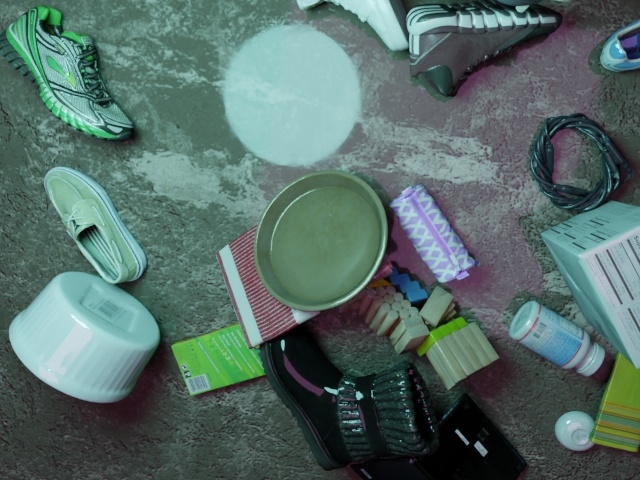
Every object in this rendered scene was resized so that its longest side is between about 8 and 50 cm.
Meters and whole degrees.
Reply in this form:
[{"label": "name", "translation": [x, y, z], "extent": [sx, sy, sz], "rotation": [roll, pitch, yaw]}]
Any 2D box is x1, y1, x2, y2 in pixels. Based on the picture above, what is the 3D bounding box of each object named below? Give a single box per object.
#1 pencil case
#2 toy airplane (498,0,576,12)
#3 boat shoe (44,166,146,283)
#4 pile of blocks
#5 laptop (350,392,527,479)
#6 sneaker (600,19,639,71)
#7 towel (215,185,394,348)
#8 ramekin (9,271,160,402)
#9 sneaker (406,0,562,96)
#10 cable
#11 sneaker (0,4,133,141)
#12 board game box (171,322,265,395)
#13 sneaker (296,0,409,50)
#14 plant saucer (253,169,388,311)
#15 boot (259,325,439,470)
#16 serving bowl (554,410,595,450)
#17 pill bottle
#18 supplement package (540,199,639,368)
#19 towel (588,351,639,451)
[{"label": "pencil case", "translation": [0.217, -0.011, 1.067], "extent": [0.086, 0.088, 0.206], "rotation": [-35, 90, 11]}, {"label": "toy airplane", "translation": [0.208, -0.501, 0.882], "extent": [0.384, 0.272, 0.386], "rotation": [2, 62, 8]}, {"label": "boat shoe", "translation": [-0.494, -0.037, 1.184], "extent": [0.109, 0.094, 0.302], "rotation": [-41, 90, 13]}, {"label": "pile of blocks", "translation": [0.174, 0.157, 1.105], "extent": [0.362, 0.149, 0.113], "rotation": [37, 146, 12]}, {"label": "laptop", "translation": [0.247, 0.468, 1.141], "extent": [0.264, 0.136, 0.234], "rotation": [-45, 107, -11]}, {"label": "sneaker", "translation": [0.611, -0.365, 0.947], "extent": [0.237, 0.086, 0.085], "rotation": [-25, 92, 11]}, {"label": "towel", "translation": [-0.042, 0.042, 1.094], "extent": [0.329, 0.037, 0.237], "rotation": [-31, 63, 13]}, {"label": "ramekin", "translation": [-0.467, 0.187, 1.128], "extent": [0.277, 0.277, 0.135], "rotation": [39, 96, 2]}, {"label": "sneaker", "translation": [0.290, -0.349, 1.013], "extent": [0.281, 0.106, 0.163], "rotation": [-3, 127, -4]}, {"label": "cable", "translation": [0.473, -0.148, 1.028], "extent": [0.150, 0.047, 0.184], "rotation": [-38, 88, 20]}, {"label": "sneaker", "translation": [-0.506, -0.339, 1.122], "extent": [0.146, 0.134, 0.343], "rotation": [-43, 89, 12]}, {"label": "board game box", "translation": [-0.189, 0.249, 1.204], "extent": [0.259, 0.039, 0.124], "rotation": [-18, 95, 15]}, {"label": "sneaker", "translation": [0.046, -0.461, 1.034], "extent": [0.169, 0.108, 0.293], "rotation": [-26, 97, 26]}, {"label": "plant saucer", "translation": [0.000, 0.000, 1.044], "extent": [0.277, 0.041, 0.278], "rotation": [-8, 71, 24]}, {"label": "boot", "translation": [0.056, 0.275, 1.071], "extent": [0.260, 0.131, 0.348], "rotation": [-29, 92, 35]}, {"label": "serving bowl", "translation": [0.519, 0.388, 1.103], "extent": [0.083, 0.027, 0.083], "rotation": [1, 99, 9]}, {"label": "pill bottle", "translation": [0.455, 0.191, 1.055], "extent": [0.160, 0.087, 0.087], "rotation": [32, 102, 4]}, {"label": "supplement package", "translation": [0.515, 0.059, 0.935], "extent": [0.145, 0.262, 0.204], "rotation": [-29, 92, 13]}, {"label": "towel", "translation": [0.604, 0.292, 1.067], "extent": [0.102, 0.021, 0.237], "rotation": [14, 96, -5]}]
